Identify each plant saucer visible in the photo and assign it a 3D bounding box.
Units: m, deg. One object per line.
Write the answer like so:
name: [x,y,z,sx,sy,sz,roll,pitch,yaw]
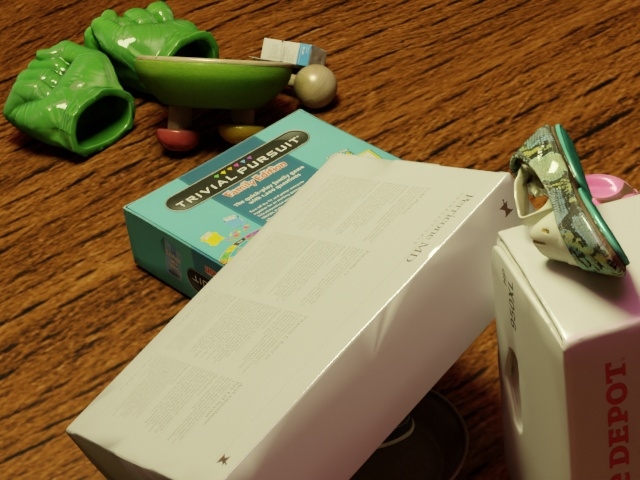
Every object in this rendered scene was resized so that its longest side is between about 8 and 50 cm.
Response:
plant saucer: [0.036,0.197,1.705,0.199,0.036,0.198,-5,34,3]

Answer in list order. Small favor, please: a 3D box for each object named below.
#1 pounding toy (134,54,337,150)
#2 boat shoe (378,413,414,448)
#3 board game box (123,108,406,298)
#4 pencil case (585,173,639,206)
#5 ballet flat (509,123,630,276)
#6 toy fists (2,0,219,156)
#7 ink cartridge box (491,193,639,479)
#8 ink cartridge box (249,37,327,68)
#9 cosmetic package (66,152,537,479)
pounding toy: [-0.109,-0.157,2.211,0.183,0.110,0.237,7,6,38]
boat shoe: [0.021,0.160,1.695,0.125,0.038,0.046,-1,35,9]
board game box: [0.000,0.000,1.958,0.254,0.079,0.336,-31,41,-30]
pencil case: [0.263,0.015,1.879,0.098,0.095,0.209,-27,21,39]
ballet flat: [0.189,-0.020,1.478,0.070,0.070,0.188,-9,33,-2]
toy fists: [-0.260,-0.205,2.290,0.142,0.096,0.279,21,45,36]
ink cartridge box: [0.358,0.099,1.564,0.395,0.285,0.166,-15,35,-8]
ink cartridge box: [-0.040,-0.229,2.321,0.083,0.028,0.048,11,-1,25]
cosmetic package: [-0.012,0.087,1.645,0.377,0.097,0.284,-46,24,-17]
